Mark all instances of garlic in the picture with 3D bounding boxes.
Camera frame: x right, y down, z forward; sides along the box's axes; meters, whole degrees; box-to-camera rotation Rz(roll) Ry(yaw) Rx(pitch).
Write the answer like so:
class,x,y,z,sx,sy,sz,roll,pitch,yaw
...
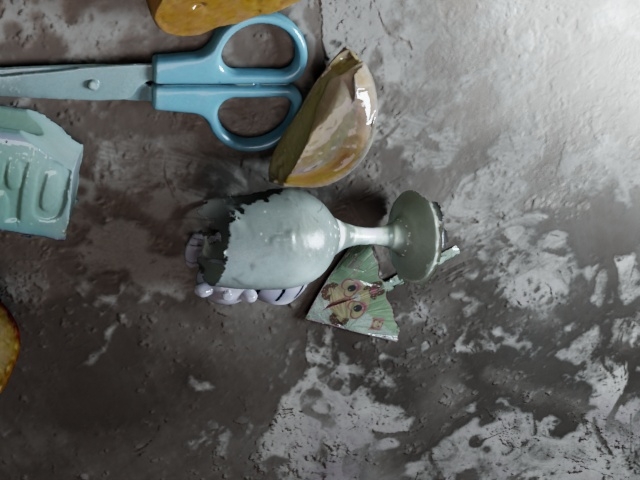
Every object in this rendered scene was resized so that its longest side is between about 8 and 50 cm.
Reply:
class,x,y,z,sx,sy,sz,roll,pitch,yaw
garlic,0.020,-0.143,1.392,0.101,0.087,0.195,18,113,-40

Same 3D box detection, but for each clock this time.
class,x,y,z,sx,sy,sz,roll,pitch,yaw
clock,-0.092,0.047,1.479,0.176,0.117,0.080,5,123,-19

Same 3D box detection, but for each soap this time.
class,x,y,z,sx,sy,sz,roll,pitch,yaw
soap,-0.401,-0.086,1.322,0.230,0.091,0.145,7,121,-18

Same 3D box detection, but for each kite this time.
class,x,y,z,sx,sy,sz,roll,pitch,yaw
kite,0.093,0.069,1.609,0.250,0.012,0.229,-23,130,0

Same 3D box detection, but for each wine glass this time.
class,x,y,z,sx,sy,sz,roll,pitch,yaw
wine glass,0.000,0.000,1.418,0.321,0.143,0.143,-1,125,-30

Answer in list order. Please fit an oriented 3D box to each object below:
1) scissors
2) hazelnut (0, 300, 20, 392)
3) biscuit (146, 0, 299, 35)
class,x,y,z,sx,sy,sz,roll,pitch,yaw
scissors,-0.237,-0.194,1.329,0.447,0.029,0.192,-2,125,-14
hazelnut,-0.496,0.151,1.416,0.208,0.208,0.208,-7,125,-10
biscuit,-0.063,-0.356,1.173,0.351,0.057,0.312,-28,156,15
